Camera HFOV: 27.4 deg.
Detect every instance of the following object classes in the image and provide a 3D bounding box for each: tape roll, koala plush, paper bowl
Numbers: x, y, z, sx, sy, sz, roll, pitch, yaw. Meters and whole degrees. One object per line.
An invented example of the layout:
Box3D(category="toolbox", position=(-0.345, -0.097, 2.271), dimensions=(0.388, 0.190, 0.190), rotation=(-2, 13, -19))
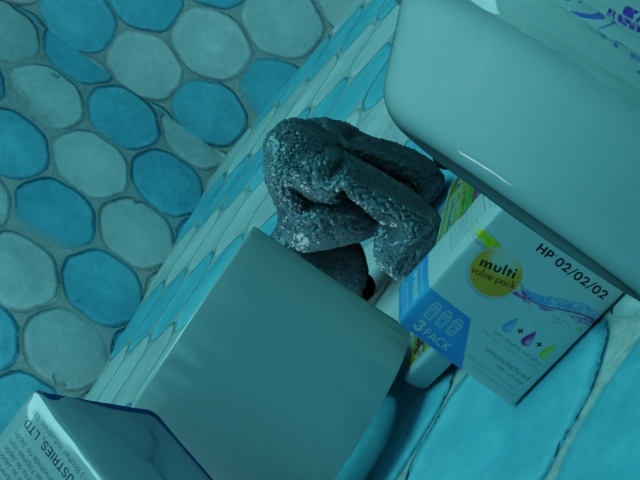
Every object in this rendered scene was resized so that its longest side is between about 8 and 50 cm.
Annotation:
Box3D(category="tape roll", position=(-0.056, 0.133, 1.141), dimensions=(0.246, 0.169, 0.246), rotation=(-56, 2, 2))
Box3D(category="koala plush", position=(0.000, 0.000, 1.401), dimensions=(0.196, 0.203, 0.221), rotation=(-76, 13, -64))
Box3D(category="paper bowl", position=(0.147, -0.069, 0.660), dimensions=(0.148, 0.284, 0.284), rotation=(-54, 11, 3))

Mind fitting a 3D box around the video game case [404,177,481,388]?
Box3D(category="video game case", position=(0.143, -0.016, 1.075), dimensions=(0.206, 0.026, 0.227), rotation=(-54, 15, 50))

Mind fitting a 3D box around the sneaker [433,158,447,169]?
Box3D(category="sneaker", position=(0.168, -0.140, 1.391), dimensions=(0.152, 0.058, 0.084), rotation=(-62, 20, -7))

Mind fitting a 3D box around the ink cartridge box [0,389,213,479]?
Box3D(category="ink cartridge box", position=(-0.196, 0.338, 0.886), dimensions=(0.395, 0.270, 0.151), rotation=(-51, -33, 7))

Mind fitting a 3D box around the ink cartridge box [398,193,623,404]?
Box3D(category="ink cartridge box", position=(0.148, 0.010, 0.890), dimensions=(0.181, 0.104, 0.061), rotation=(-50, 12, 21))
